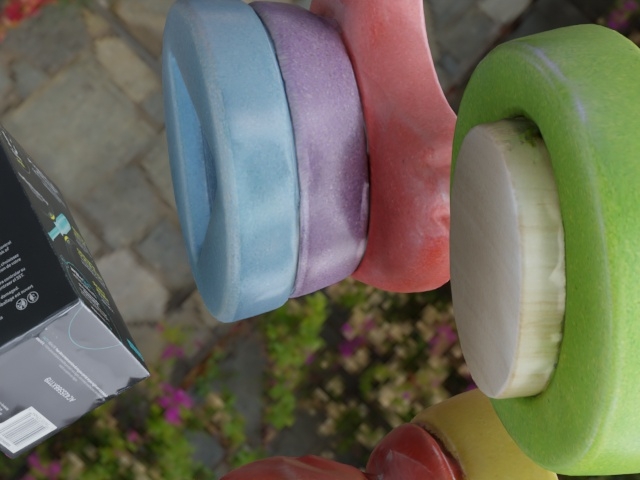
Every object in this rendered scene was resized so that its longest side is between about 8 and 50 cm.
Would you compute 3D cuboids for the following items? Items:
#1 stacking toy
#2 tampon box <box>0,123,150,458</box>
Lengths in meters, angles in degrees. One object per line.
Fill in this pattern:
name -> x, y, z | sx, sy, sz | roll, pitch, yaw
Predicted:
stacking toy -> 0.000, 0.000, 0.526 | 0.130, 0.309, 0.279 | -8, 149, -14
tampon box -> -0.194, 0.024, 0.917 | 0.101, 0.161, 0.120 | -31, 150, 0
